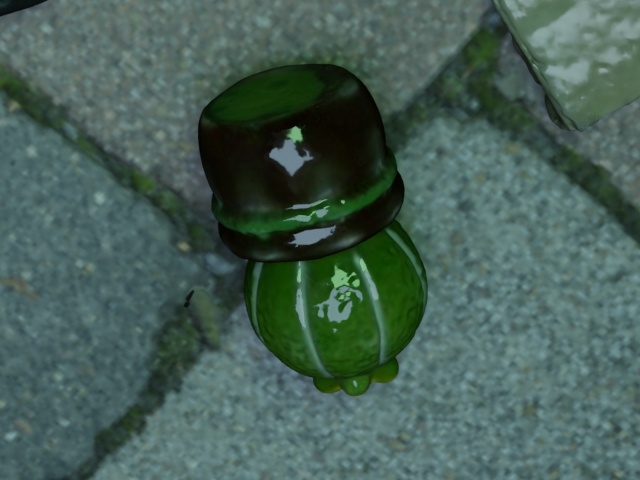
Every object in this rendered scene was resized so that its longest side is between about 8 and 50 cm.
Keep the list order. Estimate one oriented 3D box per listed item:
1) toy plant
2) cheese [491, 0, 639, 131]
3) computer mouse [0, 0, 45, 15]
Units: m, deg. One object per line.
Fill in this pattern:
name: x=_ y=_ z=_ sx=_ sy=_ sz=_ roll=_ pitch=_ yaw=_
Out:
toy plant: x=0.000 y=0.000 z=0.924 sx=0.092 sy=0.093 sz=0.162 roll=-14 pitch=117 yaw=8
cheese: x=0.050 y=-0.224 z=0.846 sx=0.085 sy=0.034 sz=0.400 roll=-27 pitch=111 yaw=14
computer mouse: x=-0.229 y=-0.148 z=0.872 sx=0.231 sy=0.071 sz=0.126 roll=6 pitch=115 yaw=0
